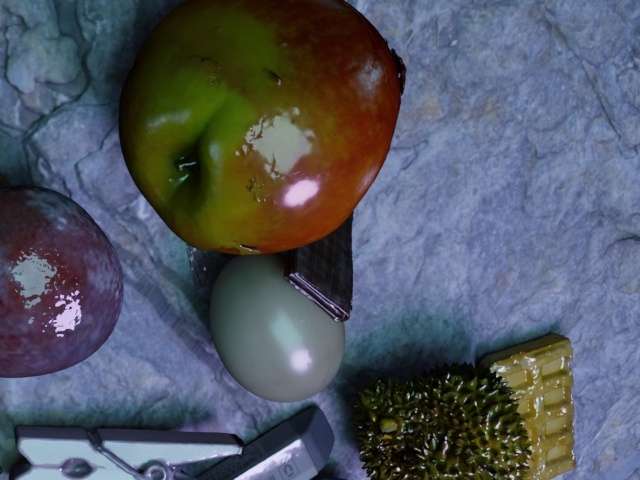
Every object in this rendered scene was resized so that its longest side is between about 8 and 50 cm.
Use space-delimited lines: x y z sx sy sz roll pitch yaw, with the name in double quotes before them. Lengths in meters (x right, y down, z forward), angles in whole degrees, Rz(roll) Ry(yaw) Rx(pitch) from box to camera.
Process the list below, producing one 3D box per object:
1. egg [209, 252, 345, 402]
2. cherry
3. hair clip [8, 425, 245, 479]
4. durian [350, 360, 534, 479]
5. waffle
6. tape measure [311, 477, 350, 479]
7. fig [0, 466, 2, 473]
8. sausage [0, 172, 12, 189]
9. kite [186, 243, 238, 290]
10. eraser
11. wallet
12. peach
"egg" -0.063 0.122 1.614 0.186 0.186 0.241 -30 120 -15
"cherry" -0.366 0.064 1.422 0.236 0.213 0.285 -33 150 -41
"hair clip" -0.273 0.321 1.614 0.331 0.085 0.101 8 98 -21
"durian" 0.185 0.308 1.779 0.293 0.258 0.258 5 106 -10
"waffle" 0.361 0.302 1.966 0.168 0.057 0.274 -16 113 -21
"tape measure" 0.072 0.480 1.702 0.215 0.351 0.097 -43 143 -49
"fig" -0.484 0.289 1.506 0.150 0.128 0.128 -23 120 -50
"sausage" -0.446 -0.091 1.433 0.043 0.043 0.186 -46 121 -6
"kite" -0.141 0.017 1.643 0.157 0.011 0.139 31 95 -30
"eraser" -0.126 0.383 1.746 0.352 0.061 0.089 -31 118 -13
"wallet" 0.000 0.000 1.597 0.042 0.230 0.124 -31 125 31
"peach" -0.066 -0.158 1.439 0.370 0.370 0.370 -9 111 -24
